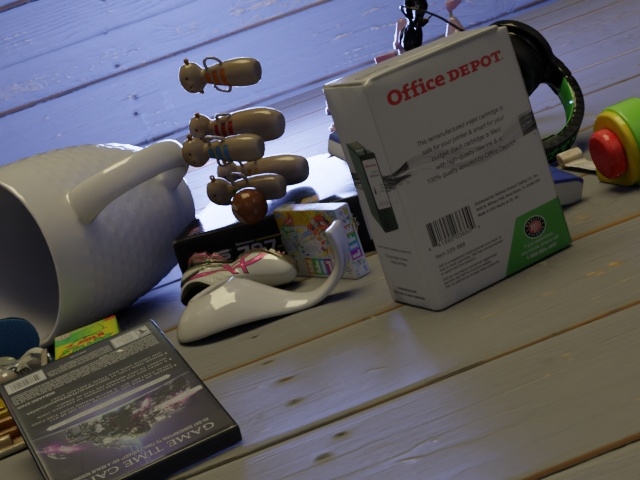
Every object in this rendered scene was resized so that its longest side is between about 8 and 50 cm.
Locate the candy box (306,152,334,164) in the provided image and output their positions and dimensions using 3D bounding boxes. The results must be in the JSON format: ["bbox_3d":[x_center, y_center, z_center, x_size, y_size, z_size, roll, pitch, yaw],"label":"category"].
[{"bbox_3d":[-0.064,-0.085,2.367,0.165,0.070,0.196,-13,14,24],"label":"candy box"}]

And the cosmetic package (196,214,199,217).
[{"bbox_3d":[-0.268,-0.007,2.402,0.115,0.041,0.060,-25,15,-23],"label":"cosmetic package"}]

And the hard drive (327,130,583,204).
[{"bbox_3d":[0.184,-0.106,1.878,0.210,0.040,0.318,-9,23,-32],"label":"hard drive"}]

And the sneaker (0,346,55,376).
[{"bbox_3d":[-0.414,0.188,1.822,0.135,0.052,0.058,-18,21,37],"label":"sneaker"}]

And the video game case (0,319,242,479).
[{"bbox_3d":[-0.225,0.186,1.443,0.196,0.026,0.274,-23,30,-17],"label":"video game case"}]

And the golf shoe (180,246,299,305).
[{"bbox_3d":[-0.116,0.061,1.900,0.186,0.067,0.086,-6,49,29],"label":"golf shoe"}]

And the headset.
[{"bbox_3d":[0.252,-0.255,2.163,0.243,0.394,0.185,-24,-29,-22],"label":"headset"}]

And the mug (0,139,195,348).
[{"bbox_3d":[-0.339,-0.035,2.027,0.328,0.276,0.374,-26,-10,-45],"label":"mug"}]

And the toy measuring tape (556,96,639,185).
[{"bbox_3d":[0.407,-0.144,1.855,0.121,0.121,0.330,-22,13,-12],"label":"toy measuring tape"}]

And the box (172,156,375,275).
[{"bbox_3d":[0.000,-0.050,2.080,0.395,0.097,0.318,-14,13,16],"label":"box"}]

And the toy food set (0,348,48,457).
[{"bbox_3d":[-0.480,0.224,1.650,0.306,0.092,0.220,-22,13,-8],"label":"toy food set"}]

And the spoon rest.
[{"bbox_3d":[-0.075,0.072,1.777,0.276,0.084,0.137,-28,8,21],"label":"spoon rest"}]

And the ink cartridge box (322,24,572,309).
[{"bbox_3d":[0.155,-0.092,1.609,0.211,0.289,0.121,-24,14,-22],"label":"ink cartridge box"}]

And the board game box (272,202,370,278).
[{"bbox_3d":[0.000,0.000,1.861,0.026,0.103,0.154,-27,15,-31],"label":"board game box"}]

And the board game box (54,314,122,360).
[{"bbox_3d":[-0.309,0.156,1.794,0.092,0.043,0.181,-21,13,-8],"label":"board game box"}]

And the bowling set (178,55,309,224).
[{"bbox_3d":[-0.140,-0.118,1.956,0.154,0.287,0.200,-3,48,22],"label":"bowling set"}]

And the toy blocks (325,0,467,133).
[{"bbox_3d":[0.170,-0.284,2.432,0.288,0.260,0.309,-14,14,22],"label":"toy blocks"}]

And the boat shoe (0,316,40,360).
[{"bbox_3d":[-0.531,0.176,1.894,0.258,0.109,0.089,-22,10,-23],"label":"boat shoe"}]
